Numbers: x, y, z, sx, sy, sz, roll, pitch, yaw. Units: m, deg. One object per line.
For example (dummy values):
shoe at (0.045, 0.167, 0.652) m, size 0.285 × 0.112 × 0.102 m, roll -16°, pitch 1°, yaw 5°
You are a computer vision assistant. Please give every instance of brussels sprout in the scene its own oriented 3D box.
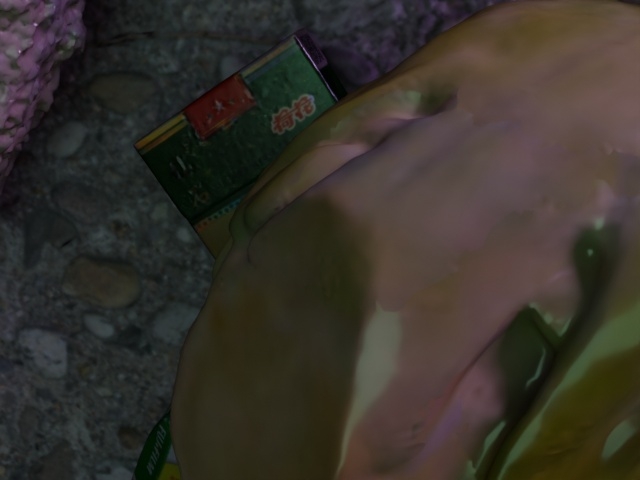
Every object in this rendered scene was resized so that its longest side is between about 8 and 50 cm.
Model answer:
brussels sprout at (0.108, 0.044, 0.444) m, size 0.268 × 0.344 × 0.344 m, roll 5°, pitch 118°, yaw 58°

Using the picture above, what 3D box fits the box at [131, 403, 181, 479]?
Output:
box at (-0.044, 0.203, 0.635) m, size 0.180 × 0.103 × 0.250 m, roll 27°, pitch 125°, yaw 3°

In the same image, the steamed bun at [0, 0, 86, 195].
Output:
steamed bun at (-0.249, -0.099, 0.559) m, size 0.200 × 0.170 × 0.225 m, roll 20°, pitch 114°, yaw 1°

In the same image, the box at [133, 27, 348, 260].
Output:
box at (0.000, 0.000, 0.605) m, size 0.132 × 0.034 × 0.235 m, roll -29°, pitch 101°, yaw 22°
